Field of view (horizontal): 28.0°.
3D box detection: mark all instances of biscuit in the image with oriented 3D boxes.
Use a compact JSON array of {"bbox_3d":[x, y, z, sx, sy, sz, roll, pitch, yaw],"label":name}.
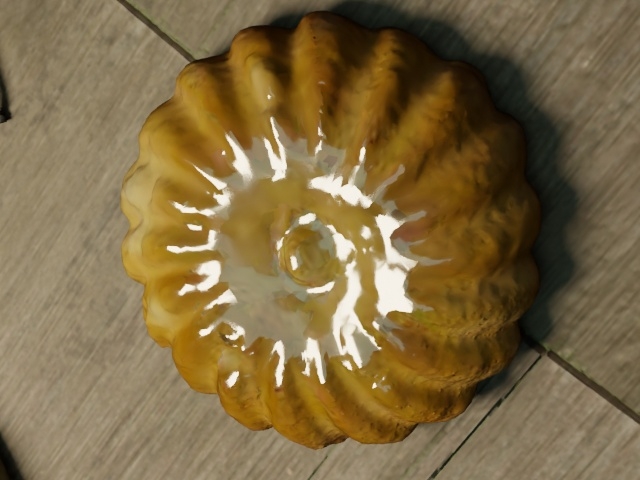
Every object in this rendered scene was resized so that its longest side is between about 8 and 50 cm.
[{"bbox_3d":[0.000,0.000,0.927,0.326,0.107,0.325,3,101,16],"label":"biscuit"}]

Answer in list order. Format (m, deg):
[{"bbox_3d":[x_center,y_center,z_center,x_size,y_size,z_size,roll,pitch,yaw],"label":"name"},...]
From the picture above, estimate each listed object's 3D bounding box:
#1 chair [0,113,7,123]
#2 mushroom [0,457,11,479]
[{"bbox_3d":[-0.347,-0.164,0.973,0.174,0.149,0.213,-13,95,21],"label":"chair"},{"bbox_3d":[-0.438,0.223,1.072,0.292,0.212,0.217,-15,106,27],"label":"mushroom"}]
